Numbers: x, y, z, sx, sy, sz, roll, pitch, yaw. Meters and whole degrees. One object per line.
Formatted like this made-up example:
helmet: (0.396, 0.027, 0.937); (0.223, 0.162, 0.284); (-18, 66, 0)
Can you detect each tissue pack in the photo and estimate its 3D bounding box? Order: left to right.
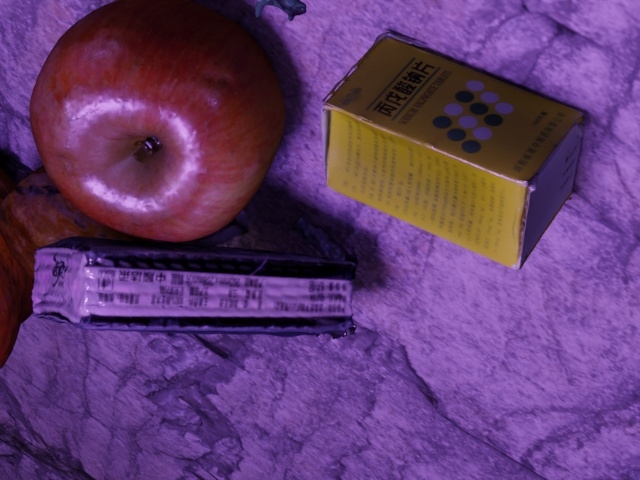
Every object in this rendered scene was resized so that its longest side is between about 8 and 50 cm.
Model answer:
tissue pack: (-0.165, 0.062, 1.679); (0.259, 0.361, 0.122); (-4, 84, 63)

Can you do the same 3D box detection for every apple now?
apple: (-0.185, -0.151, 1.566); (0.302, 0.301, 0.301); (27, 146, 20)

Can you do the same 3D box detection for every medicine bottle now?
medicine bottle: (0.136, -0.096, 1.387); (0.250, 0.137, 0.141); (24, 145, 22)

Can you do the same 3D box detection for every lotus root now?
lotus root: (-0.336, 0.003, 1.971); (0.291, 0.193, 0.193); (42, 149, 0)

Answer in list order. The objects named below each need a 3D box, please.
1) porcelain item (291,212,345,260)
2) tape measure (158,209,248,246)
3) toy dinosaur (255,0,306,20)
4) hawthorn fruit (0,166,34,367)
porcelain item: (0.000, 0.000, 1.757); (0.083, 0.028, 0.036); (42, 165, -7)
tape measure: (-0.219, -0.061, 1.783); (0.236, 0.120, 0.197); (16, 175, 31)
toy dinosaur: (-0.113, -0.351, 1.391); (0.120, 0.079, 0.292); (-14, 117, 51)
hawthorn fruit: (-0.660, 0.018, 2.095); (0.472, 0.471, 0.471); (27, 146, 20)
